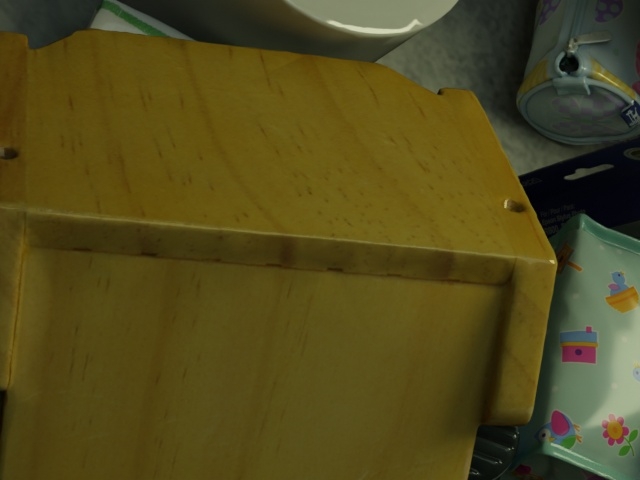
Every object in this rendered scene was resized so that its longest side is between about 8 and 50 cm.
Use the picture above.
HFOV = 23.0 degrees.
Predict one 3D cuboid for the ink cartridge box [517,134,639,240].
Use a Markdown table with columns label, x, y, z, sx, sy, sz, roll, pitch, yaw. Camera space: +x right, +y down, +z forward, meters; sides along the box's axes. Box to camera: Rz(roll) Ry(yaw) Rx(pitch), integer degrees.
| label | x | y | z | sx | sy | sz | roll | pitch | yaw |
| --- | --- | --- | --- | --- | --- | --- | --- | --- | --- |
| ink cartridge box | 0.286 | -0.023 | 1.304 | 0.224 | 0.223 | 0.045 | 12 | 74 | -28 |

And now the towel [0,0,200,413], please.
| label | x | y | z | sx | sy | sz | roll | pitch | yaw |
| --- | --- | --- | --- | --- | --- | --- | --- | --- | --- |
| towel | -0.121 | 0.009 | 1.103 | 0.247 | 0.038 | 0.325 | 26 | 68 | -5 |

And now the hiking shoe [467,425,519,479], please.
| label | x | y | z | sx | sy | sz | roll | pitch | yaw |
| --- | --- | --- | --- | --- | --- | --- | --- | --- | --- |
| hiking shoe | 0.073 | 0.078 | 1.220 | 0.113 | 0.132 | 0.304 | -1 | 53 | -6 |

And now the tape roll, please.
| label | x | y | z | sx | sy | sz | roll | pitch | yaw |
| --- | --- | --- | --- | --- | --- | --- | --- | --- | --- |
| tape roll | -0.022 | -0.240 | 1.217 | 0.246 | 0.169 | 0.246 | 10 | 69 | -28 |

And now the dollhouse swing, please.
| label | x | y | z | sx | sy | sz | roll | pitch | yaw |
| --- | --- | --- | --- | --- | --- | --- | --- | --- | --- |
| dollhouse swing | -0.064 | 0.073 | 1.051 | 0.346 | 0.305 | 0.315 | 4 | 32 | -13 |

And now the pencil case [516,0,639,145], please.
| label | x | y | z | sx | sy | sz | roll | pitch | yaw |
| --- | --- | --- | --- | --- | --- | --- | --- | --- | --- |
| pencil case | 0.248 | -0.220 | 1.410 | 0.124 | 0.113 | 0.273 | 42 | 53 | -44 |

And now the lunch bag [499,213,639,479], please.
| label | x | y | z | sx | sy | sz | roll | pitch | yaw |
| --- | --- | --- | --- | --- | --- | --- | --- | --- | --- |
| lunch bag | 0.271 | 0.133 | 1.286 | 0.262 | 0.160 | 0.223 | 23 | 63 | -18 |
